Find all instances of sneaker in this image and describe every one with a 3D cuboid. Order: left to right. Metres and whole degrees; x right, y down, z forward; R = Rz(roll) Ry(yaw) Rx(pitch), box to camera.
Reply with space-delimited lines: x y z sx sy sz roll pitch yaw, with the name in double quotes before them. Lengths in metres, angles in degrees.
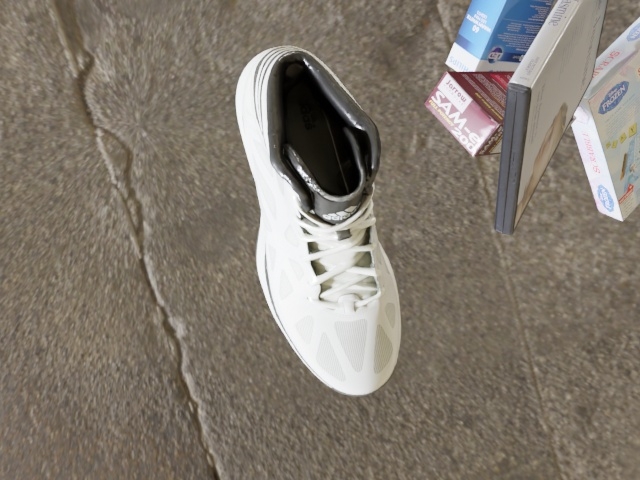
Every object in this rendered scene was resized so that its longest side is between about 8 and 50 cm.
"sneaker" -0.001 0.000 0.942 0.169 0.257 0.447 -16 101 -2

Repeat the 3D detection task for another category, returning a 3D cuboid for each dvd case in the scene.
"dvd case" 0.223 -0.150 0.785 0.022 0.180 0.253 19 55 22

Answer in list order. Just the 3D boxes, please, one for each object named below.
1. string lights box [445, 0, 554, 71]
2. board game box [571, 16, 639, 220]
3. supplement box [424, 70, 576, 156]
"string lights box" 0.339 -0.415 1.484 0.133 0.077 0.259 -6 130 -39
"board game box" 0.621 -0.254 1.587 0.319 0.066 0.318 -43 130 -13
"supplement box" 0.297 -0.210 1.355 0.239 0.130 0.073 -10 143 -44
